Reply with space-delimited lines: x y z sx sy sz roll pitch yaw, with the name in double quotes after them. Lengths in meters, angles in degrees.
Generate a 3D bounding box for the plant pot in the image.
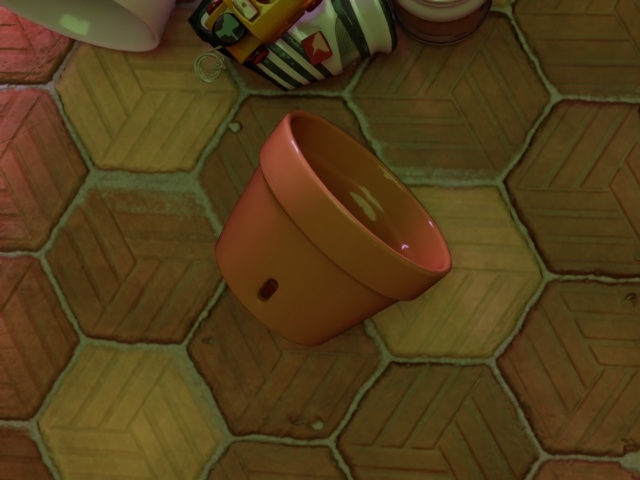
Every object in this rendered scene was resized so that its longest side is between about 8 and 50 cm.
0.000 0.000 1.311 0.291 0.291 0.203 47 111 6 "plant pot"

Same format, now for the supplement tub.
0.162 -0.350 1.329 0.144 0.200 0.144 0 88 6 "supplement tub"

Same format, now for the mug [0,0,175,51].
-0.265 -0.459 1.313 0.374 0.276 0.327 8 78 49 "mug"

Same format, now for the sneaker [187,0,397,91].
-0.097 -0.416 1.376 0.258 0.169 0.447 -25 88 3 "sneaker"

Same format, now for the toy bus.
-0.083 -0.302 1.279 0.191 0.104 0.202 3 100 8 "toy bus"
